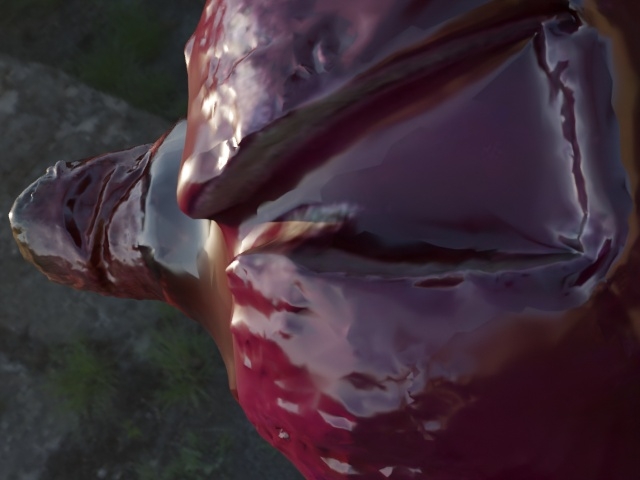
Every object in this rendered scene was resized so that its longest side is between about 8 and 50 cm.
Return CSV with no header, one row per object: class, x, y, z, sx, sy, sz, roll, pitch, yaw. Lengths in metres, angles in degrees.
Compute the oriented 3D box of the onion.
onion,0.032,-0.016,0.554,0.420,0.398,0.398,-17,46,27
